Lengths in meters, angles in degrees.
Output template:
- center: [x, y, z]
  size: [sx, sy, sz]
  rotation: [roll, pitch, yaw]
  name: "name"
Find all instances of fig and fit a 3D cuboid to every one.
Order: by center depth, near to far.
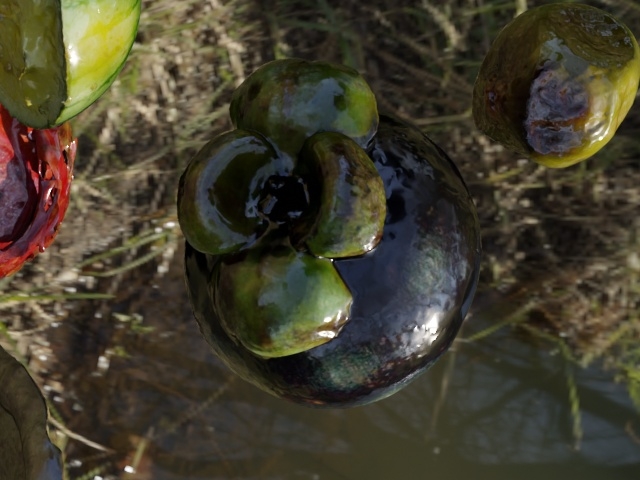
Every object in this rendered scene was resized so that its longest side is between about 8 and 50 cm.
- center: [0.222, -0.147, 1.193]
  size: [0.165, 0.144, 0.154]
  rotation: [-42, 151, -19]
  name: "fig"

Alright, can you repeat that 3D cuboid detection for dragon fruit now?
- center: [-0.372, -0.086, 1.220]
  size: [0.295, 0.301, 0.296]
  rotation: [3, 84, -28]
  name: "dragon fruit"

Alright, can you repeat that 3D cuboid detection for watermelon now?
- center: [-0.102, -0.097, 0.489]
  size: [0.062, 0.105, 0.105]
  rotation: [-21, 102, -33]
  name: "watermelon"

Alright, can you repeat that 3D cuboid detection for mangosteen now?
- center: [0.000, 0.000, 0.893]
  size: [0.243, 0.243, 0.243]
  rotation: [0, 91, -33]
  name: "mangosteen"

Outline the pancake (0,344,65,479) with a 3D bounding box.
- center: [-0.164, 0.139, 0.597]
  size: [0.021, 0.199, 0.199]
  rotation: [10, 85, -37]
  name: "pancake"
